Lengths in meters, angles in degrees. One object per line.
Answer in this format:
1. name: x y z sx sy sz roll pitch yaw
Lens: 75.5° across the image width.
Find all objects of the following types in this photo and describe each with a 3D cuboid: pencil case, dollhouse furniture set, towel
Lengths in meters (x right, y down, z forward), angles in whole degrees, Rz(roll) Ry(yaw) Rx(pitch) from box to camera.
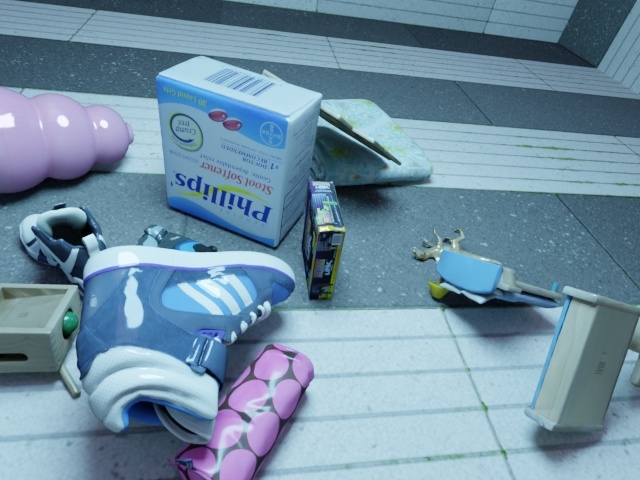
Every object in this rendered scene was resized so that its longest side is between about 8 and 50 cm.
1. pencil case: -0.096 0.232 0.549 0.098 0.095 0.209 15 38 25
2. dollhouse furniture set: 0.375 0.163 0.745 0.286 0.198 0.303 15 5 -28
3. towel: 0.088 -0.283 1.152 0.320 0.090 0.375 -9 46 -20

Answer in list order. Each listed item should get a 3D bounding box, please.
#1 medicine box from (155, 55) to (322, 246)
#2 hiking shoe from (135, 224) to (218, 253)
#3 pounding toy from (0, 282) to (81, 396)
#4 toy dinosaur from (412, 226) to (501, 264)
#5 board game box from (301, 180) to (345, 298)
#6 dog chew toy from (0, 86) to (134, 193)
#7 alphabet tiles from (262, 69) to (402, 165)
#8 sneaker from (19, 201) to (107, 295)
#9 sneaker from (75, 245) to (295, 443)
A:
1. medicine box: -0.161 -0.173 0.824 0.263 0.289 0.149 21 41 11
2. hiking shoe: -0.243 0.100 0.644 0.132 0.113 0.304 13 48 -15
3. pounding toy: -0.404 0.140 0.590 0.141 0.100 0.130 3 28 -12
4. toy dinosaur: 0.288 0.024 0.900 0.183 0.053 0.093 5 57 4
5. board game box: 0.000 0.000 0.760 0.048 0.170 0.141 -1 42 -11
6. dog chew toy: -0.565 -0.213 0.860 0.331 0.207 0.206 -15 48 -37
7. alphabet tiles: 0.025 -0.276 0.937 0.342 0.011 0.285 39 13 27
8. sneaker: -0.438 -0.019 0.698 0.235 0.153 0.094 37 46 25
9. sneaker: -0.144 0.139 0.550 0.322 0.130 0.236 10 52 -45
